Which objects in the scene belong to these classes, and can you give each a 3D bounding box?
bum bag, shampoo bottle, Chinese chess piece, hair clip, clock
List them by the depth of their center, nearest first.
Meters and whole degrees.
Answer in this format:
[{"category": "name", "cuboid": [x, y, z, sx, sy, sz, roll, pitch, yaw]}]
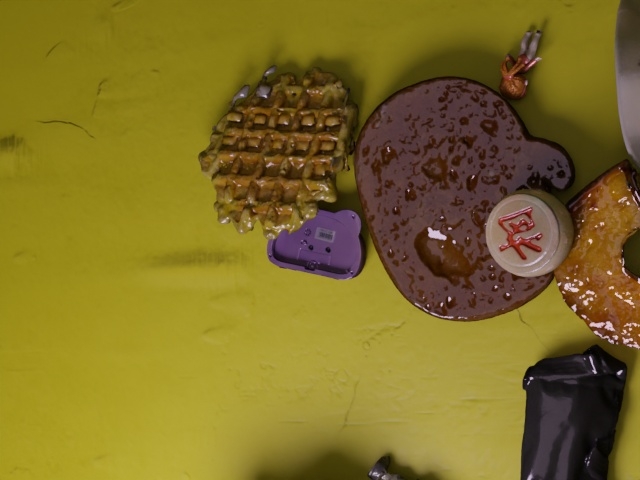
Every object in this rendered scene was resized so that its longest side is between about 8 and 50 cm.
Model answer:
[{"category": "hair clip", "cuboid": [0.483, -0.213, 1.409, 0.173, 0.113, 0.282, 6, 88, 18]}, {"category": "Chinese chess piece", "cuboid": [0.288, -0.010, 1.417, 0.122, 0.051, 0.122, 2, 93, 36]}, {"category": "bum bag", "cuboid": [0.337, 0.302, 1.447, 0.142, 0.080, 0.326, 11, 87, 11]}, {"category": "shampoo bottle", "cuboid": [0.158, 0.395, 1.507, 0.208, 0.063, 0.057, 38, 108, 15]}, {"category": "clock", "cuboid": [0.000, 0.000, 1.588, 0.153, 0.050, 0.110, 12, 90, 18]}]

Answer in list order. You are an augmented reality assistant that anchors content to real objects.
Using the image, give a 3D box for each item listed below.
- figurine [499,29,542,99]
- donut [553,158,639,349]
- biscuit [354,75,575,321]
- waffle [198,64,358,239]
[{"category": "figurine", "cuboid": [0.294, -0.260, 1.513, 0.064, 0.047, 0.109, 17, 85, 47]}, {"category": "donut", "cuboid": [0.404, 0.031, 1.420, 0.152, 0.101, 0.259, -19, 85, 28]}, {"category": "biscuit", "cuboid": [0.217, -0.068, 1.516, 0.314, 0.063, 0.367, -20, 81, 12]}, {"category": "waffle", "cuboid": [-0.058, -0.136, 1.587, 0.280, 0.060, 0.262, -35, 63, 3]}]
